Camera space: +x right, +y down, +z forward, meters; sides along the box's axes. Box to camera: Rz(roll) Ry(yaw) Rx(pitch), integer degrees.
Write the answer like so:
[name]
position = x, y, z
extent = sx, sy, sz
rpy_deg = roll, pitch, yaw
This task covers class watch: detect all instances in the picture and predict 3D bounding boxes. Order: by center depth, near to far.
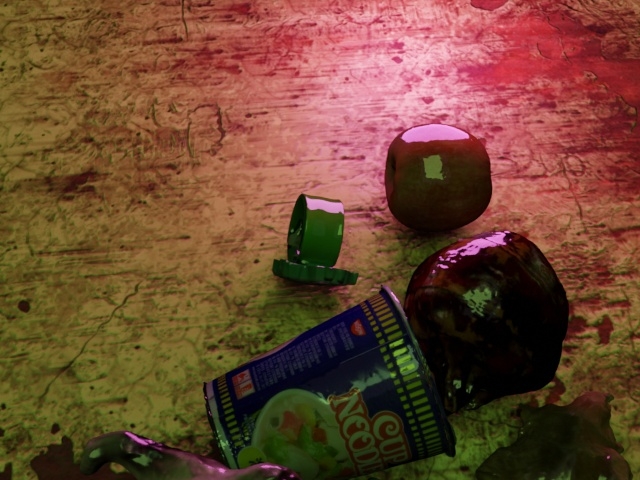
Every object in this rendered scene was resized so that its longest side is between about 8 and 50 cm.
[watch]
position = 0.000, 0.000, 1.471
extent = 0.131, 0.165, 0.152
rpy_deg = 11, 83, -11

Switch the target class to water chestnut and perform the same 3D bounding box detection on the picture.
[water chestnut]
position = 0.254, 0.128, 1.371
extent = 0.289, 0.289, 0.244
rpy_deg = -12, 56, -9

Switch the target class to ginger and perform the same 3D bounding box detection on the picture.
[ginger]
position = 0.384, 0.324, 1.361
extent = 0.219, 0.123, 0.270
rpy_deg = 32, 66, 34

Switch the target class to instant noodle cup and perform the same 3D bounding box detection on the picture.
[instant noodle cup]
position = 0.003, 0.244, 1.318
extent = 0.312, 0.284, 0.284
rpy_deg = -21, 68, -3

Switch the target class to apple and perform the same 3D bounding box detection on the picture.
[apple]
position = 0.201, -0.106, 1.521
extent = 0.174, 0.188, 0.188
rpy_deg = -3, 65, -8

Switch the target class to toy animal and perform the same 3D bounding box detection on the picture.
[toy animal]
position = -0.165, 0.438, 1.176
extent = 0.303, 0.344, 0.194
rpy_deg = -2, 21, -3

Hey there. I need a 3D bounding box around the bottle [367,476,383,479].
[bottle]
position = 0.216, 0.441, 1.316
extent = 0.330, 0.093, 0.093
rpy_deg = 18, 65, 5
